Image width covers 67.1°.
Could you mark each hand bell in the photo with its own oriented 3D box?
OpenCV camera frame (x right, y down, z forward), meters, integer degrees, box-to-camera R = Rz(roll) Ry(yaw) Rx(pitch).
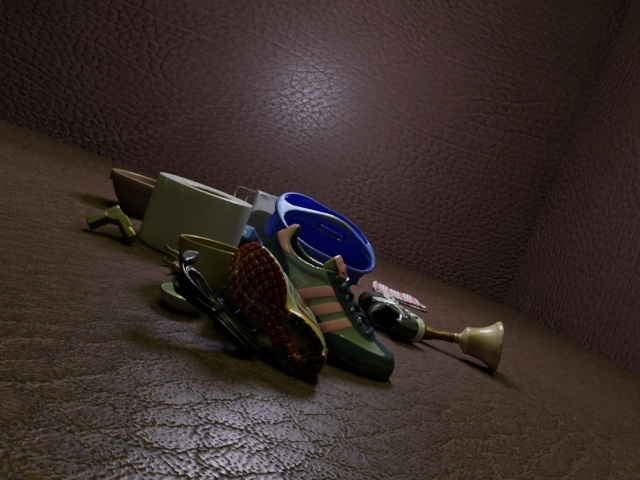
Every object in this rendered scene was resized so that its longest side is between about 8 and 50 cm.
[{"bbox_3d":[0.326,0.246,1.228,0.242,0.126,0.126,10,2,12],"label":"hand bell"}]

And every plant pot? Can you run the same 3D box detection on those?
[{"bbox_3d":[-0.544,-0.133,1.504,0.237,0.109,0.237,22,5,-2],"label":"plant pot"},{"bbox_3d":[-0.210,0.053,0.905,0.134,0.095,0.134,18,2,-1],"label":"plant pot"}]

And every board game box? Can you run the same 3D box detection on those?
[{"bbox_3d":[-0.253,-0.014,1.438,0.160,0.039,0.211,22,-16,12],"label":"board game box"}]

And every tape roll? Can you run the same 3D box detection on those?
[{"bbox_3d":[-0.314,-0.052,1.220,0.246,0.169,0.246,22,4,-2],"label":"tape roll"}]

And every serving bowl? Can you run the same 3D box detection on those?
[{"bbox_3d":[-0.222,0.097,0.787,0.083,0.027,0.083,21,5,-2],"label":"serving bowl"}]

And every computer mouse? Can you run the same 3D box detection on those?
[{"bbox_3d":[-0.157,0.087,0.791,0.184,0.060,0.262,47,10,-6],"label":"computer mouse"}]

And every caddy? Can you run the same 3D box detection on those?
[{"bbox_3d":[0.000,0.000,1.363,0.341,0.179,0.241,27,33,-24],"label":"caddy"}]

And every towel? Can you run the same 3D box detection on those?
[{"bbox_3d":[0.295,0.208,1.802,0.197,0.029,0.144,21,5,-6],"label":"towel"}]

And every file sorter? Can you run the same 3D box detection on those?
[{"bbox_3d":[-0.221,-0.088,1.944,0.173,0.193,0.278,22,4,43],"label":"file sorter"}]

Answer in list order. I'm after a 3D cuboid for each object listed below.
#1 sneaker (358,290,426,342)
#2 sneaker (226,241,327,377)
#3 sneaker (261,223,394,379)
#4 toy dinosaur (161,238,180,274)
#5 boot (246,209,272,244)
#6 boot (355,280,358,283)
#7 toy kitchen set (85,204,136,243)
[{"bbox_3d":[0.156,0.179,1.222,0.106,0.078,0.234,21,6,-36],"label":"sneaker"},{"bbox_3d":[-0.067,0.105,0.739,0.225,0.088,0.093,59,4,11],"label":"sneaker"},{"bbox_3d":[0.023,0.102,0.837,0.319,0.131,0.112,40,7,4],"label":"sneaker"},{"bbox_3d":[-0.290,0.045,1.055,0.092,0.053,0.183,38,15,11],"label":"toy dinosaur"},{"bbox_3d":[-0.146,0.008,1.579,0.305,0.112,0.115,39,-17,35],"label":"boot"},{"bbox_3d":[0.095,0.070,1.838,0.077,0.137,0.198,17,6,-45],"label":"boot"},{"bbox_3d":[-0.463,-0.018,1.076,0.083,0.075,0.068,55,-29,12],"label":"toy kitchen set"}]
